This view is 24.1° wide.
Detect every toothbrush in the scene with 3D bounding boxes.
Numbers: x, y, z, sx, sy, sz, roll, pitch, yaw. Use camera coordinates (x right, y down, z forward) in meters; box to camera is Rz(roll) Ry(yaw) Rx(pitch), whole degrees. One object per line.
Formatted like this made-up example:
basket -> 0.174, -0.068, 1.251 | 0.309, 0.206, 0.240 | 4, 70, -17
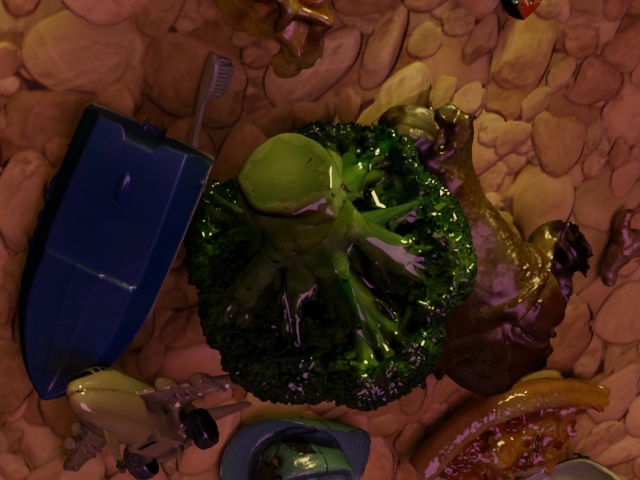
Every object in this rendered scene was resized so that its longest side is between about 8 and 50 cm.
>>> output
toothbrush -> -0.131, -0.048, 1.437 | 0.025, 0.019, 0.275 | 2, 114, -40

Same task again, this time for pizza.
pizza -> 0.226, 0.230, 1.770 | 0.271, 0.056, 0.134 | -8, 110, -26

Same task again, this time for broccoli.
broccoli -> 0.000, 0.000, 1.369 | 0.297, 0.297, 0.297 | -36, 145, -9

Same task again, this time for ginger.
ginger -> 0.355, 0.008, 1.743 | 0.048, 0.030, 0.097 | 10, 109, -4

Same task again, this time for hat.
hat -> -0.014, 0.261, 1.632 | 0.191, 0.078, 0.138 | 16, 108, -35

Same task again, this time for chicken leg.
chicken leg -> 0.180, 0.016, 1.576 | 0.212, 0.140, 0.361 | -16, 126, -12

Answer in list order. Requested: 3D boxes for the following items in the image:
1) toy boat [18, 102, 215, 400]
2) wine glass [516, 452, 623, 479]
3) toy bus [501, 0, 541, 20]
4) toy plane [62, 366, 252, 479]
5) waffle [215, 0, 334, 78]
toy boat -> -0.207, 0.023, 1.385 | 0.129, 0.088, 0.295 | 24, 109, 1
wine glass -> 0.328, 0.384, 1.851 | 0.165, 0.165, 0.196 | -38, 132, -7
toy bus -> 0.187, -0.273, 1.493 | 0.043, 0.031, 0.110 | -42, 128, -13
toy plane -> -0.166, 0.169, 1.433 | 0.242, 0.104, 0.256 | -26, 168, 15
waffle -> 0.037, -0.311, 1.317 | 0.324, 0.151, 0.261 | -27, 129, -17
